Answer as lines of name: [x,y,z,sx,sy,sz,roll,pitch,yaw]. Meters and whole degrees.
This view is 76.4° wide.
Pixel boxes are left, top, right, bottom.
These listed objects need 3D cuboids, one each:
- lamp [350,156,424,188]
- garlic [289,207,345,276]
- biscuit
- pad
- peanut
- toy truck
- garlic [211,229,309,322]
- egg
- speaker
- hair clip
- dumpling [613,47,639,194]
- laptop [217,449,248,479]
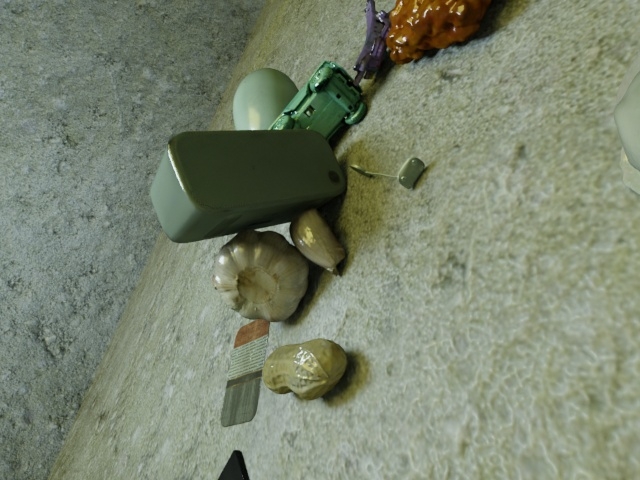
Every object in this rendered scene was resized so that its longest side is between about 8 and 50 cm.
lamp: [0.127,-0.147,0.823,0.198,0.050,0.056,30,96,59]
garlic: [-0.011,-0.010,0.875,0.087,0.101,0.195,-47,36,9]
biscuit: [0.263,-0.537,0.846,0.312,0.110,0.318,-65,25,-4]
pad: [-0.153,0.270,0.922,0.323,0.055,0.250,126,155,-51]
peanut: [-0.034,0.233,0.735,0.214,0.090,0.098,-25,76,49]
toy truck: [-0.019,-0.324,1.071,0.279,0.155,0.156,-47,32,14]
garlic: [-0.126,0.067,0.938,0.218,0.219,0.212,-54,2,15]
egg: [-0.166,-0.401,1.307,0.230,0.230,0.371,-38,43,37]
speaker: [-0.152,-0.120,0.902,0.184,0.406,0.183,-34,76,46]
hair clip: [0.145,-0.513,1.035,0.137,0.090,0.278,125,158,-62]
dumpling: [0.344,-0.091,0.382,0.151,0.124,0.228,92,174,-58]
laptop: [-0.195,0.545,0.811,0.197,0.016,0.135,-61,30,6]
